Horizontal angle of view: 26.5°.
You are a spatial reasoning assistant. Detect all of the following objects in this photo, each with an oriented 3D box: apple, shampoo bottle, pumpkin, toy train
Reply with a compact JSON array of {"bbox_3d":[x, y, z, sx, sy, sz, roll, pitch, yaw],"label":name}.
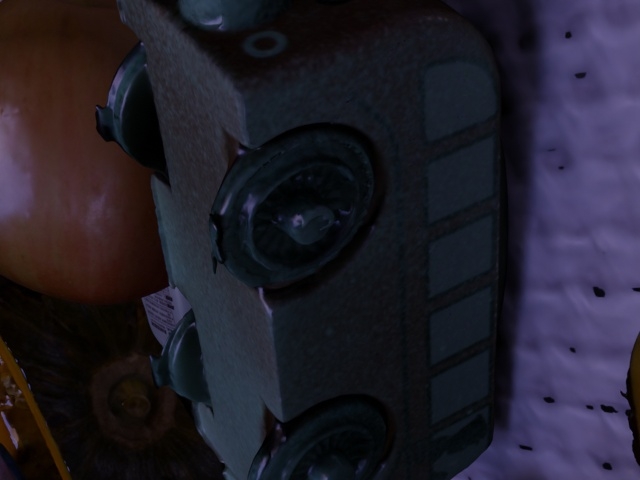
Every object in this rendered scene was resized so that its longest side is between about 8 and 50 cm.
[{"bbox_3d":[-0.141,-0.061,0.803,0.199,0.199,0.199,41,144,38],"label":"apple"},{"bbox_3d":[-0.092,0.050,0.936,0.077,0.045,0.151,22,129,50],"label":"shampoo bottle"},{"bbox_3d":[-0.196,0.142,1.105,0.222,0.139,0.317,-20,97,59],"label":"pumpkin"},{"bbox_3d":[0.000,0.000,0.616,0.129,0.159,0.326,42,149,42],"label":"toy train"}]

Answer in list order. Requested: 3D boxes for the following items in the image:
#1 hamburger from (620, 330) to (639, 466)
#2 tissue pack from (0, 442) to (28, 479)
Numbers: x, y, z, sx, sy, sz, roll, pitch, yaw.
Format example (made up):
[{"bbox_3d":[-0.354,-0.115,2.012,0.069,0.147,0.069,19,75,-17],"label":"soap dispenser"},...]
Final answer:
[{"bbox_3d":[0.180,0.083,0.422,0.173,0.116,0.210,43,153,58],"label":"hamburger"},{"bbox_3d":[-0.261,0.240,1.079,0.115,0.065,0.155,54,148,10],"label":"tissue pack"}]
